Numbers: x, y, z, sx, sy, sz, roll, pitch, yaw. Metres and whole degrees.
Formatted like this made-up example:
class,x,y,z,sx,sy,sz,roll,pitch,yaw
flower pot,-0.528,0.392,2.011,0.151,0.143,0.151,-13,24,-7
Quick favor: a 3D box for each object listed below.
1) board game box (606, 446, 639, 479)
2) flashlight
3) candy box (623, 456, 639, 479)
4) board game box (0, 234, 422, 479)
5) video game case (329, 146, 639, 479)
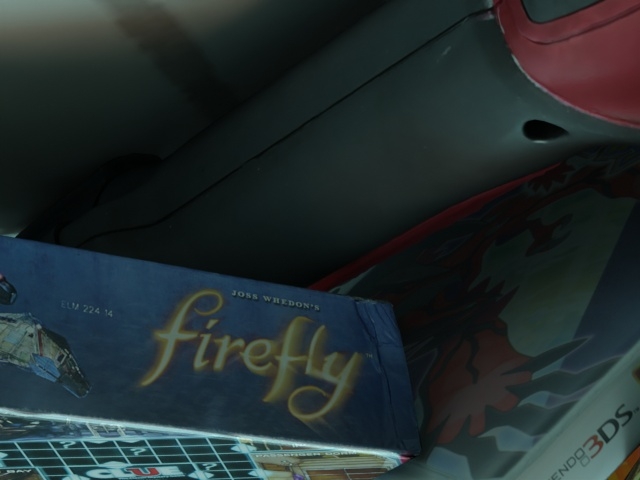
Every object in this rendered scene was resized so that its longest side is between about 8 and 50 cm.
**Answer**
class,x,y,z,sx,sy,sz,roll,pitch,yaw
board game box,0.325,0.057,0.680,0.356,0.356,0.356,-32,165,35
flashlight,0.036,-0.027,0.418,0.304,0.103,0.103,-32,-166,39
candy box,0.165,0.057,0.386,0.183,0.087,0.316,-18,147,-27
board game box,-0.122,0.047,0.376,0.243,0.042,0.165,12,149,-33
video game case,0.064,0.006,0.468,0.183,0.023,0.201,-42,-163,-16
